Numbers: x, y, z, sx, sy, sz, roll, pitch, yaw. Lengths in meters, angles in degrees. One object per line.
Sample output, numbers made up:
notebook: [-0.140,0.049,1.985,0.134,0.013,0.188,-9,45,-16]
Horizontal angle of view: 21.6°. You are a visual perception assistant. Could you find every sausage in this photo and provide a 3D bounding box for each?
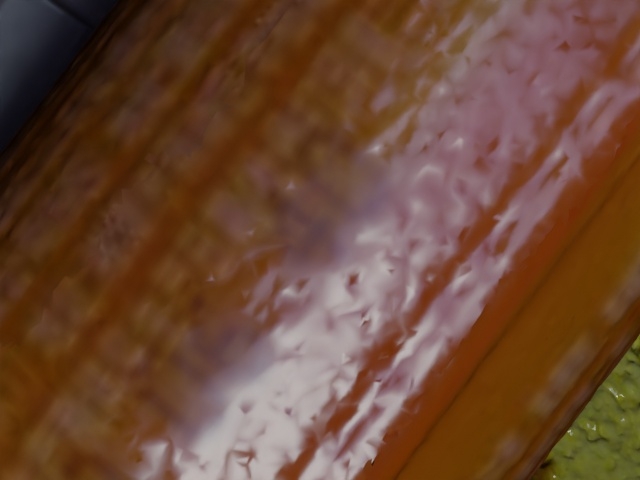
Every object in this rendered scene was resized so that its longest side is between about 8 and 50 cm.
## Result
sausage: [0.000,0.000,0.611,0.233,0.233,0.287,38,89,-15]

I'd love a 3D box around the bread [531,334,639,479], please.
bread: [0.124,0.102,0.695,0.103,0.065,0.187,-8,59,-21]
